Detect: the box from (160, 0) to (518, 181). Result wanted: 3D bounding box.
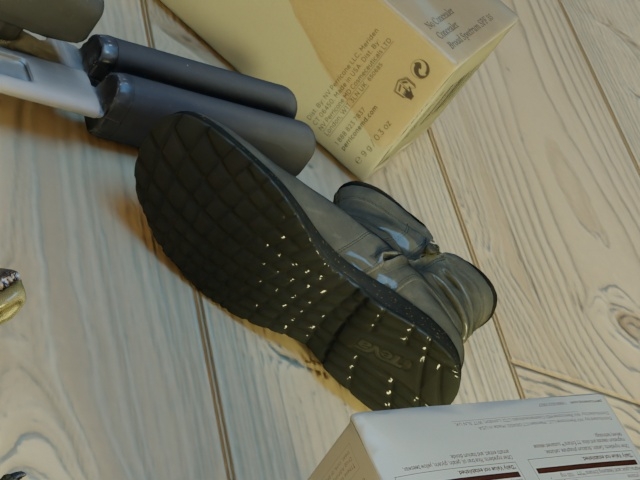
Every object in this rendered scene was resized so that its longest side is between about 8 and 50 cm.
[{"bbox_3d":[-0.026,-0.203,1.243,0.311,0.121,0.148,42,32,3],"label":"box"}]

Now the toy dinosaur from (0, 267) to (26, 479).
[{"bbox_3d":[-0.201,0.088,0.745,0.118,0.064,0.268,33,29,18],"label":"toy dinosaur"}]

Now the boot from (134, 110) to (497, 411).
[{"bbox_3d":[0.000,0.000,1.070,0.246,0.083,0.161,42,24,-6],"label":"boot"}]

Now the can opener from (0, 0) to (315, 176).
[{"bbox_3d":[-0.115,-0.102,1.060,0.280,0.093,0.074,17,36,-40],"label":"can opener"}]

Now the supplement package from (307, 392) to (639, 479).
[{"bbox_3d":[0.069,0.206,0.732,0.149,0.194,0.203,-1,49,-35],"label":"supplement package"}]
